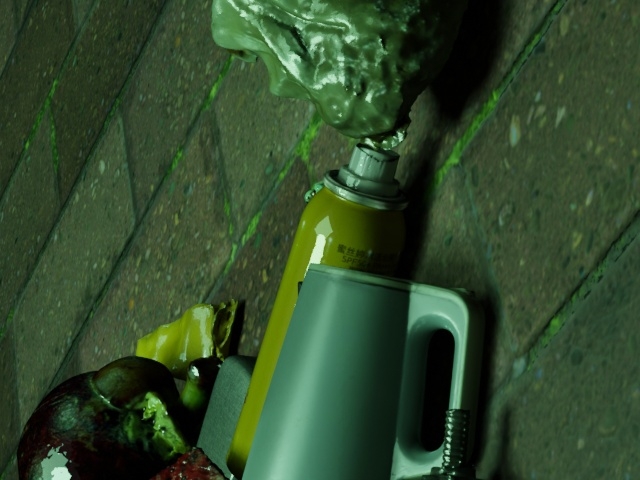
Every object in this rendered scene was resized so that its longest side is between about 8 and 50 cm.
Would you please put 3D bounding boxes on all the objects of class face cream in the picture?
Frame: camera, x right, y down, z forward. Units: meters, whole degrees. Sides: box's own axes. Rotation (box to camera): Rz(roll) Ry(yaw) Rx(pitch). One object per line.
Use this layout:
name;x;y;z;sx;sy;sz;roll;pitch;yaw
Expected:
face cream;0.005;0.073;1.816;0.105;0.105;0.348;49;125;60

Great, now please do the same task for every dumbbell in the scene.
dumbbell;0.102;0.265;1.560;0.081;0.081;0.254;-13;68;64

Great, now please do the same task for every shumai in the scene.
shumai;0.014;-0.224;1.755;0.256;0.218;0.189;-80;9;-48

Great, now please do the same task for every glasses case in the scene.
glasses case;-0.095;0.285;1.989;0.131;0.074;0.323;36;114;62

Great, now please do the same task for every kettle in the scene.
kettle;0.043;0.149;1.672;0.210;0.160;0.243;11;89;41

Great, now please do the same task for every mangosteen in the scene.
mangosteen;-0.203;0.233;2.084;0.289;0.231;0.231;-41;43;35

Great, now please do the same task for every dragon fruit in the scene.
dragon fruit;-0.101;0.289;1.813;0.127;0.161;0.120;-42;31;1

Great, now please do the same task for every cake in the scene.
cake;-0.156;0.104;2.193;0.185;0.080;0.116;-144;63;-68

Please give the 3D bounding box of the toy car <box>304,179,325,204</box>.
toy car;0.000;0.000;1.941;0.059;0.035;0.122;-128;44;-59
